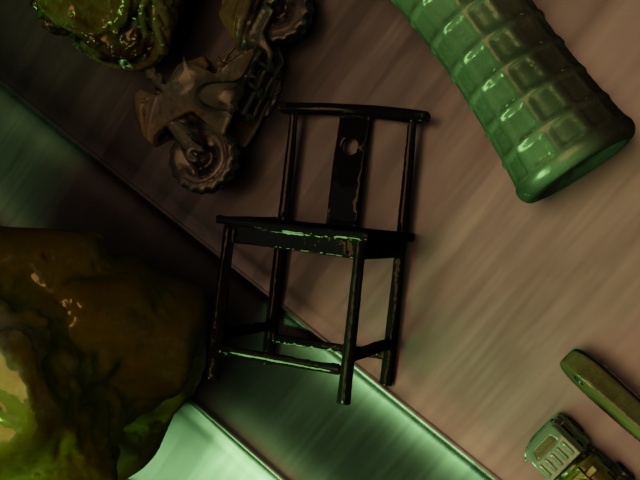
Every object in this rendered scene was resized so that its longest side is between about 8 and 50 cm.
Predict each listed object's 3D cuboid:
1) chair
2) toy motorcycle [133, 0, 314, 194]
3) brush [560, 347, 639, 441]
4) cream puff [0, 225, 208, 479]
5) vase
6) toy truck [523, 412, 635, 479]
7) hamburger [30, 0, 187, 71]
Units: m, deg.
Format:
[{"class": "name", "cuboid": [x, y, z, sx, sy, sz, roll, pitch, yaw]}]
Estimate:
[{"class": "chair", "cuboid": [0.000, 0.000, 0.901, 0.154, 0.141, 0.260, 7, 93, 21]}, {"class": "toy motorcycle", "cuboid": [-0.103, -0.164, 0.970, 0.129, 0.094, 0.229, 28, 93, 22]}, {"class": "brush", "cuboid": [0.335, 0.191, 0.801, 0.327, 0.070, 0.065, 42, 84, 20]}, {"class": "cream puff", "cuboid": [-0.291, 0.147, 0.880, 0.378, 0.378, 0.276, -8, 69, 21]}, {"class": "vase", "cuboid": [0.141, -0.184, 0.854, 0.143, 0.143, 0.299, -36, 79, 17]}, {"class": "toy truck", "cuboid": [0.228, 0.205, 0.838, 0.123, 0.063, 0.052, 45, 104, 17]}, {"class": "hamburger", "cuboid": [-0.199, -0.283, 1.008, 0.183, 0.130, 0.206, 25, 112, 29]}]
